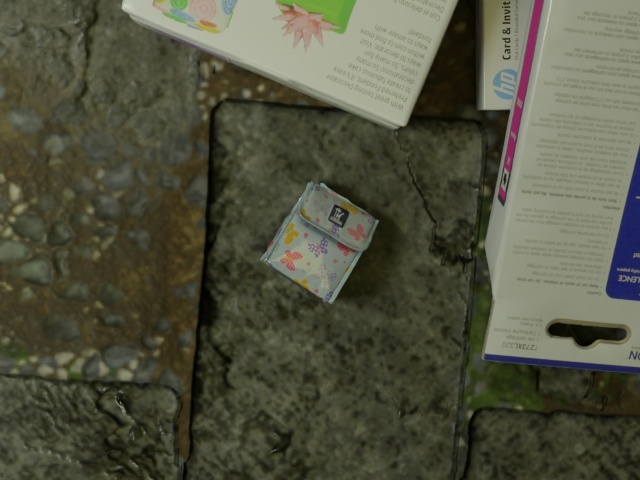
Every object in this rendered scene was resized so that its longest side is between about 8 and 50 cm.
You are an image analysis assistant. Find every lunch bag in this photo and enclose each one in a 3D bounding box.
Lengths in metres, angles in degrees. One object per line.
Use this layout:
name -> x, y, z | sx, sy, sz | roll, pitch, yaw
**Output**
lunch bag -> 0.000, 0.000, 0.877 | 0.071, 0.053, 0.083 | 34, 84, -6

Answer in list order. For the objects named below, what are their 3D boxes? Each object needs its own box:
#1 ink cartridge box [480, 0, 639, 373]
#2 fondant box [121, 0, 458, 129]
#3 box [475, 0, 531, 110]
ink cartridge box -> 0.241, -0.072, 0.848 | 0.175, 0.069, 0.371 | 6, 108, -6
fondant box -> 0.017, -0.284, 0.831 | 0.238, 0.096, 0.330 | 22, 93, -4
box -> 0.224, -0.183, 0.878 | 0.186, 0.038, 0.145 | -1, 96, -1
